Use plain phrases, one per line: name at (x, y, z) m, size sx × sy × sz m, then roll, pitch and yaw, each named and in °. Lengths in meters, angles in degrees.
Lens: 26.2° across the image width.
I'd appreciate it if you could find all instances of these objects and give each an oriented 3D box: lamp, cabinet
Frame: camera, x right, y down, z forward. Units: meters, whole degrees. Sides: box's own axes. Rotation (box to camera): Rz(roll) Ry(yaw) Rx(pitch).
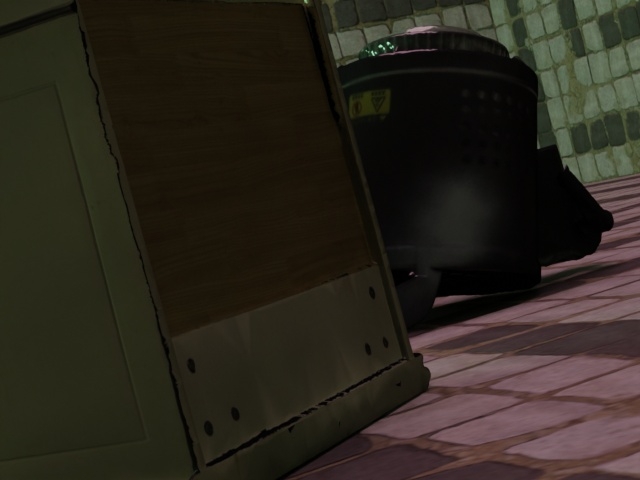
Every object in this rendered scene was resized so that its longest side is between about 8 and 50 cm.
lamp at (0.098, -0.066, 1.313) m, size 0.374 × 0.272 × 0.205 m, roll -16°, pitch 1°, yaw -35°
cabinet at (-0.127, -0.017, 0.800) m, size 0.227 × 0.318 × 0.290 m, roll -14°, pitch 2°, yaw 29°
